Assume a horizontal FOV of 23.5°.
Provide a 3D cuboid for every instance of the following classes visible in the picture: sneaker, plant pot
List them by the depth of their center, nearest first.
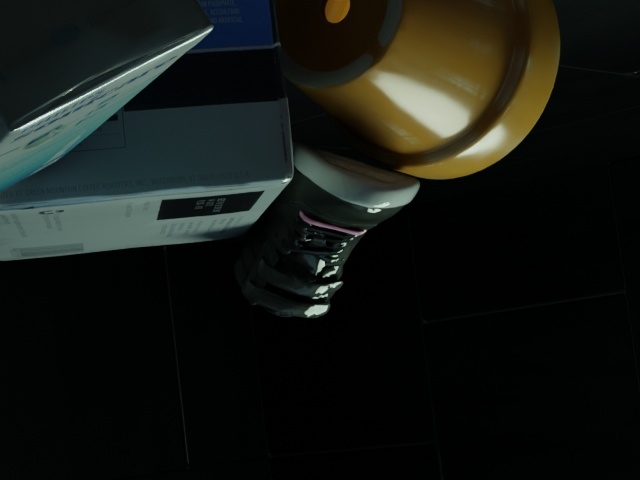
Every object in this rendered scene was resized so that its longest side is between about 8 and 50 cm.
[{"bbox_3d":[0.058,-0.163,1.217,0.205,0.205,0.188,-10,168,31],"label":"plant pot"},{"bbox_3d":[0.000,0.000,1.265,0.104,0.147,0.296,19,-179,-9],"label":"sneaker"}]

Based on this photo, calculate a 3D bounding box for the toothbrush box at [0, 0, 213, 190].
[{"bbox_3d":[-0.208,-0.140,0.840,0.126,0.216,0.295,-32,-175,-28],"label":"toothbrush box"}]

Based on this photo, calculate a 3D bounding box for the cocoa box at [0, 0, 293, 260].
[{"bbox_3d":[-0.161,-0.121,1.186,0.231,0.228,0.347,-6,175,-9],"label":"cocoa box"}]
